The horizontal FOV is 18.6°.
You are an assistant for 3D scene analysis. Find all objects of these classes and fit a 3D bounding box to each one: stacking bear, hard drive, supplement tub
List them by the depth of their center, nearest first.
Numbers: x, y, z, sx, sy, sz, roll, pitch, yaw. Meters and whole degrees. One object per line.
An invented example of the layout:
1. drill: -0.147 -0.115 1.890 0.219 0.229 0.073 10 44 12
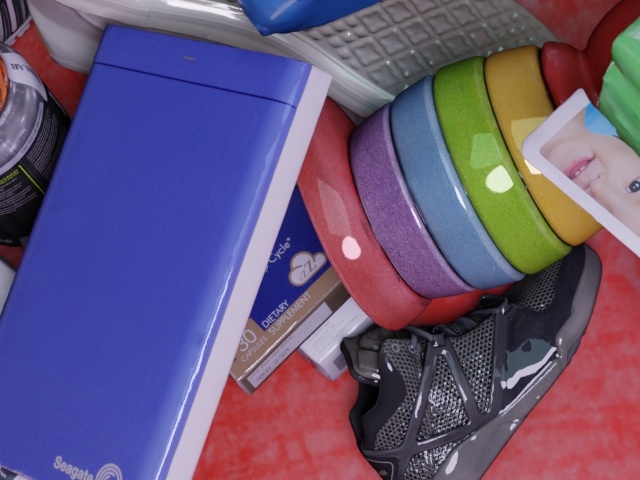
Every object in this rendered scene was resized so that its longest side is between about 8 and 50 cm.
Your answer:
1. stacking bear: 0.144 -0.066 1.310 0.289 0.175 0.164 -25 49 17
2. hard drive: -0.125 0.018 1.330 0.210 0.040 0.318 16 84 44
3. supplement tub: -0.248 -0.078 1.458 0.117 0.190 0.117 -4 69 11

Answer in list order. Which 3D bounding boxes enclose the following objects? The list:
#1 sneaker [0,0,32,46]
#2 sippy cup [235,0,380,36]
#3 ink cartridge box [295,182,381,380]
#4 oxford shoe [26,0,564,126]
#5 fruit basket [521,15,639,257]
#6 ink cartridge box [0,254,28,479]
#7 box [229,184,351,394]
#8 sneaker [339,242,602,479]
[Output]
1. sneaker: -0.275 -0.182 1.556 0.063 0.075 0.170 28 80 15
2. sippy cup: -0.013 -0.272 1.354 0.305 0.240 0.224 -28 85 42
3. ink cartridge box: 0.000 0.000 1.491 0.145 0.045 0.179 -44 56 -5
4. oxford shoe: -0.015 -0.149 1.489 0.449 0.130 0.169 16 50 0
5. fruit basket: 0.347 -0.047 1.103 0.327 0.165 0.353 -40 62 -20
6. ink cartridge box: -0.255 0.122 1.460 0.235 0.088 0.193 37 83 17
7. box: -0.079 -0.005 1.473 0.136 0.036 0.225 -45 59 -4
8. sneaker: 0.102 0.073 1.403 0.130 0.087 0.227 39 86 -13
